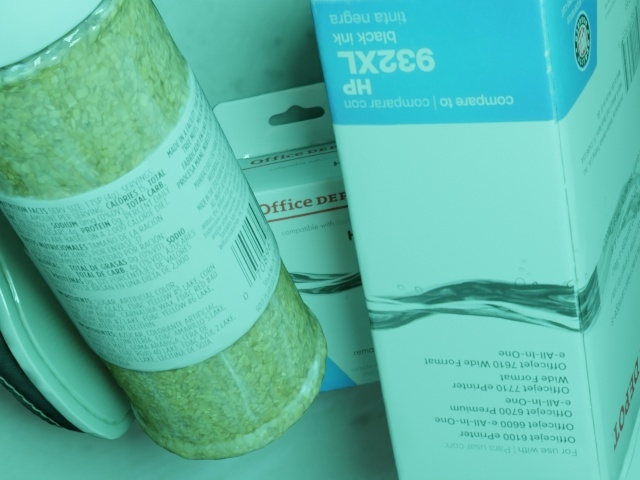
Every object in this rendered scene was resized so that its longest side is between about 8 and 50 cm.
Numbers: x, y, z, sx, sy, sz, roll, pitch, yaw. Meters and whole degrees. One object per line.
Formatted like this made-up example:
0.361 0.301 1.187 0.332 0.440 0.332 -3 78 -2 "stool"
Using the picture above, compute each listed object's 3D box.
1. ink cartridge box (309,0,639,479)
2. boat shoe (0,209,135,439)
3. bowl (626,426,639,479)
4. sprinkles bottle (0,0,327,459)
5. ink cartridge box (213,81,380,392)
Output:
0.111 -0.034 0.940 0.129 0.223 0.307 0 117 21 "ink cartridge box"
-0.200 -0.007 0.907 0.091 0.114 0.302 -13 118 27 "boat shoe"
0.254 0.175 1.144 0.298 0.134 0.298 -8 112 -19 "bowl"
-0.102 -0.032 0.816 0.121 0.121 0.355 -33 135 -8 "sprinkles bottle"
0.000 0.000 0.996 0.104 0.060 0.180 -11 116 1 "ink cartridge box"
